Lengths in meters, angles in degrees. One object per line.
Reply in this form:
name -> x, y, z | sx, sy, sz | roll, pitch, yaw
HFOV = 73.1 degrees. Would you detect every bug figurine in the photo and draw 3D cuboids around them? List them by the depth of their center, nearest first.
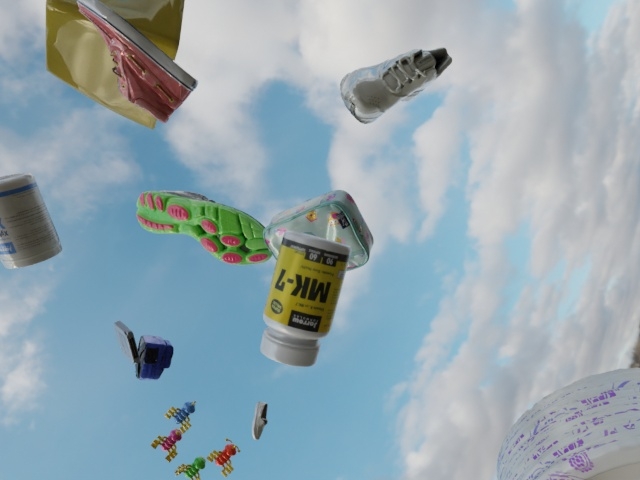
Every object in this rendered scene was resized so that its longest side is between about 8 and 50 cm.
bug figurine -> -0.406, 0.654, 1.389 | 0.216, 0.279, 0.072 | -43, 1, 8

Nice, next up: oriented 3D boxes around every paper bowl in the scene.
paper bowl -> 0.326, 0.254, 0.429 | 0.148, 0.284, 0.284 | -61, -31, -65

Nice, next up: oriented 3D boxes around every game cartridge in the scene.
game cartridge -> -0.379, 0.198, 0.844 | 0.017, 0.056, 0.083 | -33, -45, -44

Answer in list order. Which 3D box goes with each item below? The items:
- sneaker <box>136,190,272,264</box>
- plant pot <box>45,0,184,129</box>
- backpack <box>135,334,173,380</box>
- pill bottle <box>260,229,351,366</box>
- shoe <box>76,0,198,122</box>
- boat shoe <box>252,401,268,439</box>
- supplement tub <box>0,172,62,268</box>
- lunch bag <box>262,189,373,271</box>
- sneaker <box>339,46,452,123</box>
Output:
sneaker -> -0.353, -0.070, 1.393 | 0.202, 0.483, 0.185 | -40, -32, -63
plant pot -> -0.355, -0.360, 0.747 | 0.187, 0.212, 0.212 | 11, -122, -28
backpack -> -0.499, 0.357, 1.291 | 0.101, 0.098, 0.120 | 14, -92, -24
pill bottle -> -0.029, 0.095, 0.730 | 0.119, 0.119, 0.208 | 12, -88, -49
shoe -> -0.260, -0.242, 0.581 | 0.178, 0.063, 0.081 | 38, -82, -16
boat shoe -> -0.164, 0.502, 1.201 | 0.035, 0.035, 0.100 | 40, -129, -54
supplement tub -> -0.381, -0.026, 0.543 | 0.071, 0.071, 0.107 | -28, -63, -40
lunch bag -> 0.000, 0.000, 1.192 | 0.224, 0.279, 0.108 | 61, -152, -18
sneaker -> 0.151, -0.329, 0.862 | 0.297, 0.129, 0.111 | -39, -79, -37
